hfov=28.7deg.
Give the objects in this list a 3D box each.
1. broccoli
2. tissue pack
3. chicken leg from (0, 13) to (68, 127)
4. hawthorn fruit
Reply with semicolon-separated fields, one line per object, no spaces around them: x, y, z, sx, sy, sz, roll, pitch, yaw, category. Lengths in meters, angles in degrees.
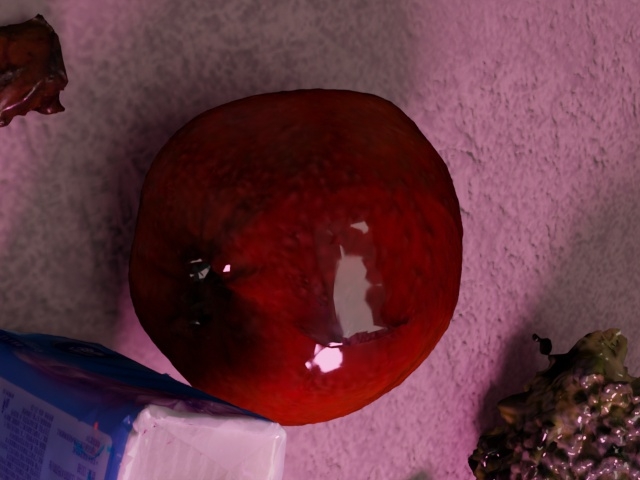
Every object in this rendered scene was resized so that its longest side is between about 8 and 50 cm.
0.331;0.221;1.319;0.347;0.281;0.293;-18;105;8;broccoli
-0.162;0.186;0.906;0.146;0.263;0.198;11;91;-40;tissue pack
-0.282;-0.049;0.888;0.113;0.093;0.304;44;66;-24;chicken leg
0.000;0.000;1.017;0.307;0.265;0.265;-27;115;-44;hawthorn fruit
